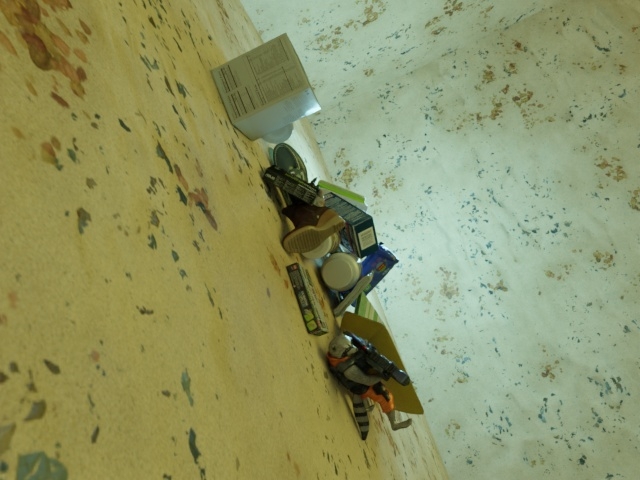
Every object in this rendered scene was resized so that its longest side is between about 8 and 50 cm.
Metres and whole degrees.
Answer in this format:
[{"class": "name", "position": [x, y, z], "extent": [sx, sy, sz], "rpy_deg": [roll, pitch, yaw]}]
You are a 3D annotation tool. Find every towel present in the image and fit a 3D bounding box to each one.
[{"class": "towel", "position": [0.213, 0.401, 1.944], "extent": [0.324, 0.038, 0.247], "rpy_deg": [56, 34, -32]}, {"class": "towel", "position": [0.136, 0.200, 1.860], "extent": [0.034, 0.209, 0.285], "rpy_deg": [41, 7, 5]}]

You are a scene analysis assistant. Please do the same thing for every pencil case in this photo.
[{"class": "pencil case", "position": [0.205, 0.149, 2.059], "extent": [0.133, 0.306, 0.119], "rpy_deg": [40, 4, -30]}]

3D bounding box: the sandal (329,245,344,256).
[{"class": "sandal", "position": [0.081, 0.095, 2.159], "extent": [0.302, 0.086, 0.120], "rpy_deg": [48, -23, -16]}]

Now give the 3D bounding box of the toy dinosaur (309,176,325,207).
[{"class": "toy dinosaur", "position": [-0.023, -0.148, 2.028], "extent": [0.200, 0.127, 0.295], "rpy_deg": [61, 6, -34]}]

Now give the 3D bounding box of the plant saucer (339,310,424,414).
[{"class": "plant saucer", "position": [0.182, 0.423, 1.610], "extent": [0.332, 0.081, 0.333], "rpy_deg": [65, -18, -8]}]

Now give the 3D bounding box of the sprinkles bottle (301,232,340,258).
[{"class": "sprinkles bottle", "position": [0.000, 0.000, 1.768], "extent": [0.355, 0.121, 0.121], "rpy_deg": [-12, 79, -82]}]

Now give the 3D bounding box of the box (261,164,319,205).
[{"class": "box", "position": [-0.096, -0.194, 1.611], "extent": [0.191, 0.045, 0.184], "rpy_deg": [28, 11, -3]}]

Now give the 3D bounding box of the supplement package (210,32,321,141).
[{"class": "supplement package", "position": [-0.169, -0.484, 1.514], "extent": [0.199, 0.263, 0.197], "rpy_deg": [20, 47, -79]}]

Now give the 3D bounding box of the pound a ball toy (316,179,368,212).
[{"class": "pound a ball toy", "position": [0.074, -0.182, 2.392], "extent": [0.320, 0.135, 0.208], "rpy_deg": [19, 26, -12]}]

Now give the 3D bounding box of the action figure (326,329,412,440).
[{"class": "action figure", "position": [0.129, 0.409, 1.341], "extent": [0.330, 0.179, 0.341], "rpy_deg": [60, -15, -13]}]

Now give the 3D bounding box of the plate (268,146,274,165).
[{"class": "plate", "position": [-0.157, -0.293, 1.899], "extent": [0.188, 0.024, 0.188], "rpy_deg": [-24, 90, -81]}]

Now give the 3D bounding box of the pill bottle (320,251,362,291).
[{"class": "pill bottle", "position": [0.082, 0.122, 1.852], "extent": [0.272, 0.152, 0.152], "rpy_deg": [-4, 71, -80]}]

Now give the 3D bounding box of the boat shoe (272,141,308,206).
[{"class": "boat shoe", "position": [-0.100, -0.221, 1.760], "extent": [0.099, 0.116, 0.319], "rpy_deg": [-43, 114, -85]}]

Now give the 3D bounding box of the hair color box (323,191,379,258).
[{"class": "hair color box", "position": [0.109, -0.073, 2.070], "extent": [0.347, 0.105, 0.173], "rpy_deg": [39, -30, 53]}]

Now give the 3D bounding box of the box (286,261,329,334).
[{"class": "box", "position": [-0.037, 0.172, 1.372], "extent": [0.114, 0.036, 0.206], "rpy_deg": [45, 23, -68]}]

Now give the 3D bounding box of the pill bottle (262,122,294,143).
[{"class": "pill bottle", "position": [-0.192, -0.514, 1.878], "extent": [0.136, 0.137, 0.245], "rpy_deg": [57, 13, -50]}]

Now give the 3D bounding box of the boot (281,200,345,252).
[{"class": "boot", "position": [-0.067, -0.052, 1.539], "extent": [0.207, 0.249, 0.090], "rpy_deg": [29, -48, 42]}]

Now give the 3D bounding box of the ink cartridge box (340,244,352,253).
[{"class": "ink cartridge box", "position": [0.104, -0.019, 2.364], "extent": [0.311, 0.065, 0.185], "rpy_deg": [9, 57, -50]}]
